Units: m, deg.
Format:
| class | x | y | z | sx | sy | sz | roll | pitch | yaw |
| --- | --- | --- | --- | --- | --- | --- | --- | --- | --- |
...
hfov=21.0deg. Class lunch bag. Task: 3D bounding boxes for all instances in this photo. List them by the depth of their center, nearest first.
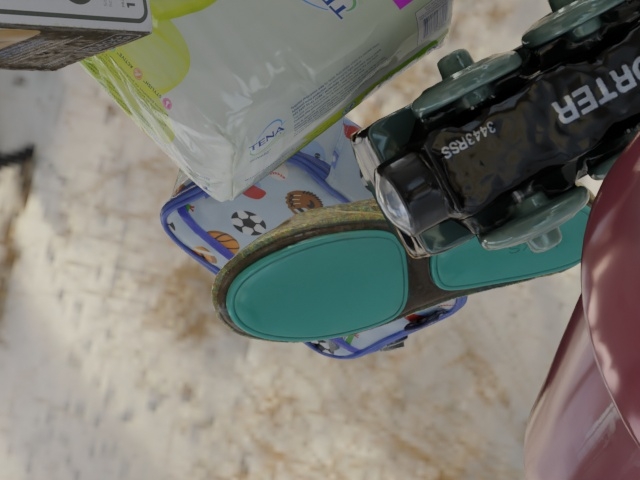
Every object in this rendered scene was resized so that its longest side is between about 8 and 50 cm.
| class | x | y | z | sx | sy | sz | roll | pitch | yaw |
| --- | --- | --- | --- | --- | --- | --- | --- | --- | --- |
| lunch bag | 0.000 | 0.000 | 1.763 | 0.243 | 0.303 | 0.115 | -26 | 34 | 38 |

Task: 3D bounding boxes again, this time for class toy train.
| class | x | y | z | sx | sy | sz | roll | pitch | yaw |
| --- | --- | --- | --- | --- | --- | --- | --- | --- | --- |
| toy train | 0.172 | -0.097 | 1.162 | 0.142 | 0.334 | 0.190 | 61 | 168 | -4 |

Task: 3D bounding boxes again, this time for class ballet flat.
| class | x | y | z | sx | sy | sz | roll | pitch | yaw |
| --- | --- | --- | --- | --- | --- | --- | --- | --- | --- |
| ballet flat | 0.067 | 0.003 | 1.470 | 0.123 | 0.349 | 0.123 | 167 | 90 | -76 |

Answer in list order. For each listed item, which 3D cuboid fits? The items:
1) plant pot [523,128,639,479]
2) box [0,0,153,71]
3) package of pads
| class | x | y | z | sx | sy | sz | roll | pitch | yaw |
| --- | --- | --- | --- | --- | --- | --- | --- | --- | --- |
| plant pot | 0.168 | 0.055 | 0.633 | 0.180 | 0.201 | 0.201 | 122 | 148 | -53 |
| box | -0.225 | -0.175 | 0.831 | 0.087 | 0.290 | 0.169 | -13 | 85 | 41 |
| package of pads | -0.083 | -0.195 | 1.227 | 0.296 | 0.229 | 0.101 | 45 | 157 | 16 |
